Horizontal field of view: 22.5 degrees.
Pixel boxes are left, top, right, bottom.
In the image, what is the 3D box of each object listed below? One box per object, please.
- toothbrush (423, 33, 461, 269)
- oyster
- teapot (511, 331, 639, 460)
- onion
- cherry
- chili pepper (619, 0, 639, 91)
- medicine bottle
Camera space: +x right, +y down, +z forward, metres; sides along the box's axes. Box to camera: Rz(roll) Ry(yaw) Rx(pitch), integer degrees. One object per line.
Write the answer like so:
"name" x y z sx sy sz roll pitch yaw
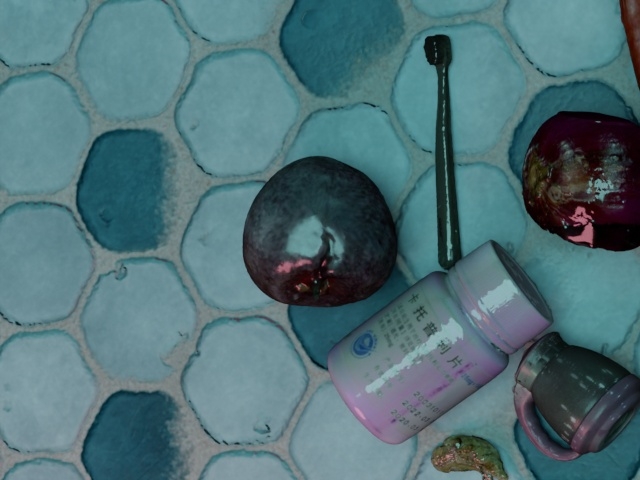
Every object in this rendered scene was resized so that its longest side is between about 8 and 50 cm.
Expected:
"toothbrush" 0.153 -0.110 2.015 0.030 0.031 0.297 -2 92 42
"oyster" 0.182 0.279 2.005 0.083 0.038 0.080 -29 85 13
"teapot" 0.304 0.184 1.947 0.116 0.148 0.146 -40 66 -22
"onion" 0.351 -0.076 1.891 0.218 0.195 0.139 2 105 -16
"cherry" 0.002 -0.010 1.986 0.195 0.195 0.195 0 91 16
"chili pepper" 0.480 -0.227 1.818 0.251 0.229 0.305 -21 85 35
"medicine bottle" 0.145 0.122 1.956 0.254 0.152 0.152 -39 80 14
